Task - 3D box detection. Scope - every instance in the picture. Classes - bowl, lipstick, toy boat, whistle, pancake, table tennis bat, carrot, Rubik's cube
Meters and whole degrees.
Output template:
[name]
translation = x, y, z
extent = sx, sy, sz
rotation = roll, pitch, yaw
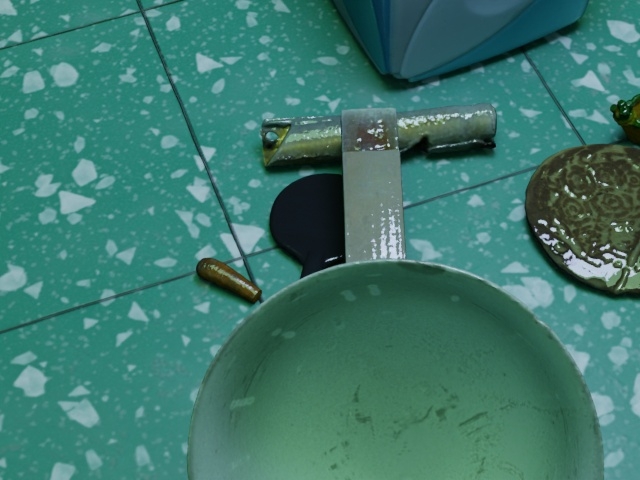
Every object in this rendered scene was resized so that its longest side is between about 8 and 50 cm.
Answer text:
[bowl]
translation = 0.088, 0.217, 1.526
extent = 0.435, 0.434, 0.196
rotation = 8, 10, 8
[lipstick]
translation = 0.068, 0.006, 1.773
extent = 0.080, 0.076, 0.371
rotation = -1, 60, 1
[toy boat]
translation = 0.500, -0.193, 1.927
extent = 0.229, 0.088, 0.089
rotation = -19, 54, -11
[whistle]
translation = 0.080, -0.146, 1.926
extent = 0.326, 0.057, 0.068
rotation = -4, 96, 0
[pancake]
translation = 0.389, -0.038, 1.850
extent = 0.250, 0.031, 0.250
rotation = -1, 53, 1
[table tennis bat]
translation = 0.000, 0.000, 1.842
extent = 0.150, 0.027, 0.236
rotation = 8, 52, 8
[carrot]
translation = -0.119, 0.050, 1.807
extent = 0.093, 0.032, 0.032
rotation = 28, 59, 18
[Rubik's cube]
translation = 0.181, -0.479, 1.994
extent = 0.352, 0.351, 0.347
rotation = -19, 54, -14
